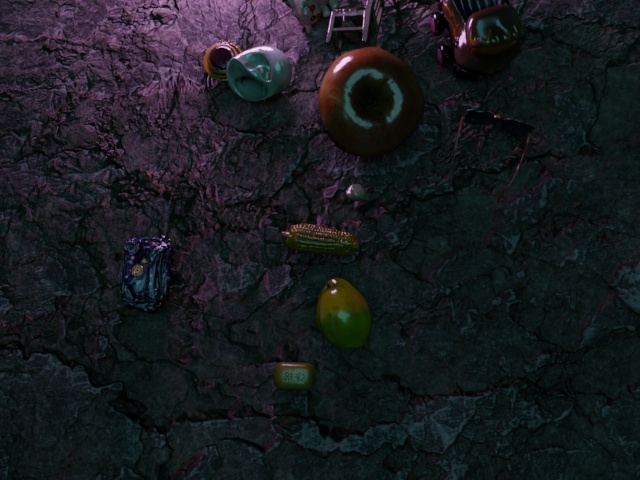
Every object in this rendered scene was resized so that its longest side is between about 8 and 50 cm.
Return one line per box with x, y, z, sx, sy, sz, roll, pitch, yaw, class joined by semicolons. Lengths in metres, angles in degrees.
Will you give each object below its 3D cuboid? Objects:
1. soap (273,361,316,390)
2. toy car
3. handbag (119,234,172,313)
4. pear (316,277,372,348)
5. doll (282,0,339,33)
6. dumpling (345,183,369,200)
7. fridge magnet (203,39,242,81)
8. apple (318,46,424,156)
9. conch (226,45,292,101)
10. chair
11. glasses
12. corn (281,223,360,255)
-0.084;0.438;1.769;0.139;0.045;0.089;1;80;4;soap
0.514;-0.702;1.767;0.271;0.240;0.341;-14;85;0;toy car
-0.571;0.107;1.807;0.161;0.113;0.261;3;76;-3;handbag
0.068;0.225;1.713;0.187;0.187;0.220;-15;89;2;pear
-0.029;-0.818;1.883;0.192;0.149;0.095;-40;41;-9;doll
0.123;-0.161;1.830;0.077;0.043;0.060;2;61;7;dumpling
-0.336;-0.622;1.901;0.142;0.063;0.143;0;81;1;fridge magnet
0.148;-0.428;1.736;0.338;0.305;0.339;0;95;-4;apple
-0.203;-0.560;1.857;0.220;0.121;0.185;5;83;11;conch
0.118;-0.727;1.839;0.147;0.136;0.271;4;71;17;chair
0.545;-0.278;1.778;0.233;0.118;0.269;16;84;4;glasses
0.000;0.000;1.792;0.261;0.097;0.097;10;84;2;corn
